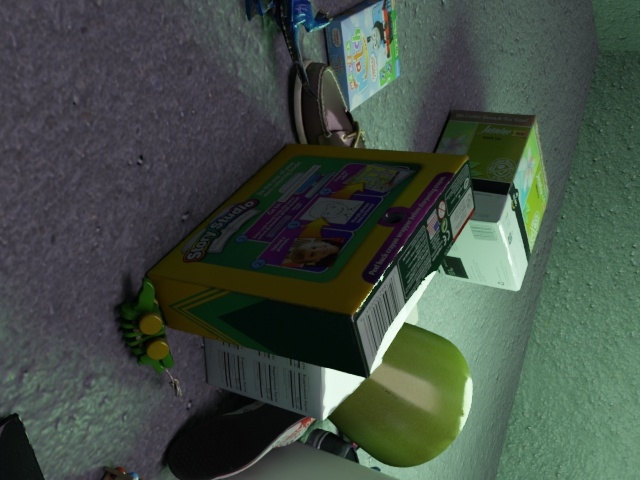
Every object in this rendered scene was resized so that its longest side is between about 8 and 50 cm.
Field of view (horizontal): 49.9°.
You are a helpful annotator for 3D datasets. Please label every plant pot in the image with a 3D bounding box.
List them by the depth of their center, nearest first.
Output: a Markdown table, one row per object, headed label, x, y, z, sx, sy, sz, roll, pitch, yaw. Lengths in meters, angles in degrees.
| label | x | y | z | sx | sy | sz | roll | pitch | yaw |
| --- | --- | --- | --- | --- | --- | --- | --- | --- | --- |
| plant pot | 0.087 | 0.244 | 1.270 | 0.293 | 0.275 | 0.274 | 37 | 66 | -40 |

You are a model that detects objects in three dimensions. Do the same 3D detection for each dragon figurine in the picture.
| label | x | y | z | sx | sy | sz | roll | pitch | yaw |
| --- | --- | --- | --- | --- | --- | --- | --- | --- | --- |
| dragon figurine | -0.052 | -0.351 | 0.982 | 0.144 | 0.085 | 0.289 | -9 | 107 | -59 |

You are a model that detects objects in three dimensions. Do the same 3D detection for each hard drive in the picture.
| label | x | y | z | sx | sy | sz | roll | pitch | yaw |
| --- | --- | --- | --- | --- | --- | --- | --- | --- | --- |
| hard drive | 0.012 | 0.415 | 1.107 | 0.203 | 0.308 | 0.040 | -17 | 114 | -57 |

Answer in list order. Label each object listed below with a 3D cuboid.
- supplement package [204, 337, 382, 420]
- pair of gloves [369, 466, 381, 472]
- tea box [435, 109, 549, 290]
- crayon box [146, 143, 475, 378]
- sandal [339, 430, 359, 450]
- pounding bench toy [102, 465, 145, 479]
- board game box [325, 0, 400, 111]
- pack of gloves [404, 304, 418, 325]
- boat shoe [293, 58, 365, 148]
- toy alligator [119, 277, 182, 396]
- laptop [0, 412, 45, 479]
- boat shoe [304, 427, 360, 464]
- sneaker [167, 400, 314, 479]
| label | x | y | z | sx | sy | sz | roll | pitch | yaw |
| --- | --- | --- | --- | --- | --- | --- | --- | --- | --- |
| supplement package | -0.037 | 0.138 | 1.044 | 0.194 | 0.203 | 0.149 | -30 | 124 | -54 |
| pair of gloves | 0.047 | 0.503 | 1.272 | 0.159 | 0.023 | 0.198 | 15 | 103 | -43 |
| tea box | 0.418 | -0.101 | 1.739 | 0.323 | 0.220 | 0.329 | -66 | 148 | -23 |
| crayon box | 0.000 | 0.000 | 0.952 | 0.363 | 0.313 | 0.106 | -49 | 135 | -42 |
| sandal | 0.072 | 0.442 | 1.491 | 0.067 | 0.040 | 0.179 | -25 | 120 | -55 |
| pounding bench toy | -0.251 | 0.336 | 0.888 | 0.065 | 0.052 | 0.083 | -62 | 146 | -29 |
| board game box | 0.082 | -0.348 | 1.263 | 0.211 | 0.039 | 0.160 | -43 | 135 | -45 |
| pack of gloves | 0.141 | 0.196 | 1.553 | 0.232 | 0.046 | 0.195 | -50 | 146 | -31 |
| boat shoe | 0.034 | -0.156 | 1.181 | 0.116 | 0.097 | 0.324 | -50 | 139 | -42 |
| toy alligator | -0.221 | 0.134 | 0.883 | 0.051 | 0.056 | 0.189 | -14 | 120 | -13 |
| laptop | -0.331 | 0.354 | 0.670 | 0.264 | 0.137 | 0.234 | -41 | 133 | -48 |
| boat shoe | 0.048 | 0.490 | 1.348 | 0.108 | 0.102 | 0.301 | -48 | 137 | -44 |
| sneaker | -0.112 | 0.307 | 1.075 | 0.270 | 0.090 | 0.145 | -25 | 159 | -28 |
